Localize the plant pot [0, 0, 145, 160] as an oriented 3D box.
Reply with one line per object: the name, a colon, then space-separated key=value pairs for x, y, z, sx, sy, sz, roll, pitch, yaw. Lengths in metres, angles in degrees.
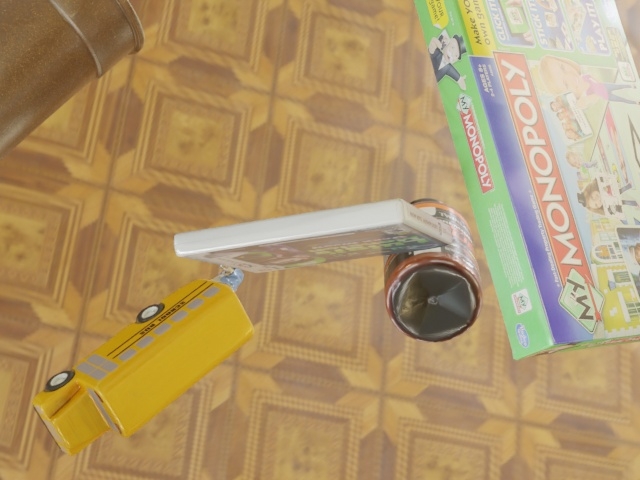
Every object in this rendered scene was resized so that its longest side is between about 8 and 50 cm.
plant pot: x=-0.246 y=-0.142 z=0.839 sx=0.167 sy=0.167 sz=0.165 roll=39 pitch=76 yaw=-2

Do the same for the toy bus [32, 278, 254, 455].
toy bus: x=-0.270 y=0.196 z=1.752 sx=0.332 sy=0.130 sz=0.108 roll=-38 pitch=118 yaw=-27

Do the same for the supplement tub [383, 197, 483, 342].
supplement tub: x=0.121 y=0.022 z=1.266 sx=0.106 sy=0.106 sz=0.198 roll=24 pitch=25 yaw=-10

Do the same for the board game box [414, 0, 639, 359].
board game box: x=0.204 y=-0.068 z=0.943 sx=0.213 sy=0.046 sz=0.317 roll=-2 pitch=72 yaw=-39

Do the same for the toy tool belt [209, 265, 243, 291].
toy tool belt: x=-0.156 y=0.066 z=1.990 sx=0.052 sy=0.051 sz=0.083 roll=50 pitch=44 yaw=-20

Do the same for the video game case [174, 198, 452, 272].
video game case: x=0.000 y=0.000 z=0.951 sx=0.190 sy=0.173 sz=0.022 roll=-9 pitch=81 yaw=18
